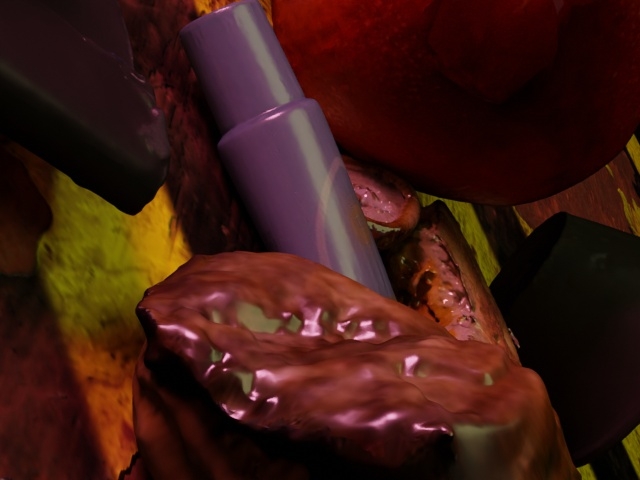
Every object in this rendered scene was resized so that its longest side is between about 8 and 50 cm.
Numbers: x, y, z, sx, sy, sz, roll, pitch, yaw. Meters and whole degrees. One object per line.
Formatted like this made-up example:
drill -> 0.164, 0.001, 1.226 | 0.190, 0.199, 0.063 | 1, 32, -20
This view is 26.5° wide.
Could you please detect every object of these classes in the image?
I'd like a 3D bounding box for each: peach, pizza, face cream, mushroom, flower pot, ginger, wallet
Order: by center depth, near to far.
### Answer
wallet -> -0.242, -0.180, 0.715 | 0.406, 0.062, 0.228 | 35, 21, -46
ginger -> 0.018, 0.139, 0.779 | 0.200, 0.269, 0.223 | -26, 126, -51
face cream -> 0.000, 0.000, 1.056 | 0.385, 0.086, 0.135 | 65, 22, -2
mushroom -> 0.028, -0.032, 1.164 | 0.123, 0.052, 0.123 | 18, 31, -11
pizza -> 0.116, 0.085, 1.195 | 0.161, 0.085, 0.305 | 42, 24, -51
peach -> 0.143, -0.213, 1.218 | 0.388, 0.388, 0.388 | 47, 25, -31
flower pot -> 0.261, 0.078, 1.374 | 0.166, 0.269, 0.269 | 36, 24, -1

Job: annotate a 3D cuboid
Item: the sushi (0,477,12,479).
sushi -> -0.115, 0.188, 0.537 | 0.373, 0.100, 0.296 | 39, 30, -44
